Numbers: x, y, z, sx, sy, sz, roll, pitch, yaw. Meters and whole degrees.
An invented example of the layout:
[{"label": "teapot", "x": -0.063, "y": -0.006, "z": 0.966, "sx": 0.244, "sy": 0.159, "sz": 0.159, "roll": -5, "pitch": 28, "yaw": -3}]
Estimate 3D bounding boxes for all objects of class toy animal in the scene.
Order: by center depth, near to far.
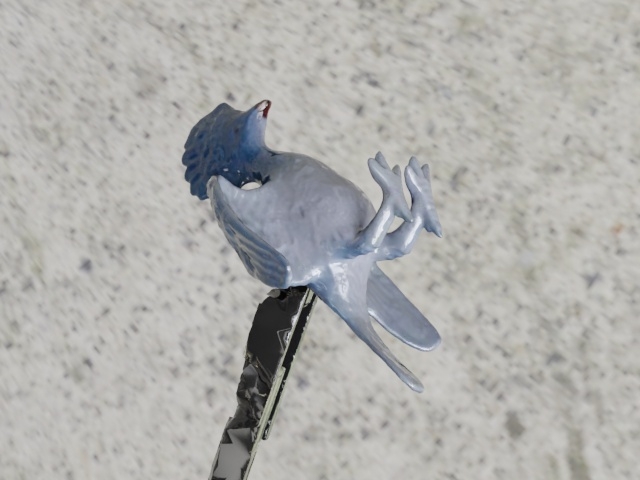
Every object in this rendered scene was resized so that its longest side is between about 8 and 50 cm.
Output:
[{"label": "toy animal", "x": 0.000, "y": 0.000, "z": 1.249, "sx": 0.176, "sy": 0.255, "sz": 0.239, "roll": -24, "pitch": 156, "yaw": 29}]

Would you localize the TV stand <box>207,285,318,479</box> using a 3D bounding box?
[{"label": "TV stand", "x": -0.042, "y": 0.097, "z": 1.416, "sx": 0.036, "sy": 0.042, "sz": 0.249, "roll": 23, "pitch": 105, "yaw": 15}]
